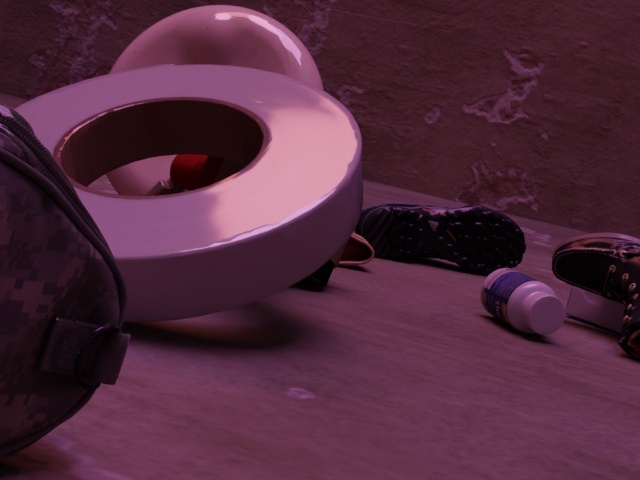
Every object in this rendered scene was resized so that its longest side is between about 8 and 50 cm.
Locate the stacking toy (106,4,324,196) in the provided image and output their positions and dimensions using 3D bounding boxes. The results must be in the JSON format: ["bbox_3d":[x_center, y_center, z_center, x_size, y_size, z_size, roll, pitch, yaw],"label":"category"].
[{"bbox_3d":[-0.129,-0.137,1.680,0.351,0.350,0.480,14,-11,14],"label":"stacking toy"}]

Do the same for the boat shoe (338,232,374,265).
[{"bbox_3d":[0.000,0.000,1.448,0.170,0.063,0.059,10,2,-22],"label":"boat shoe"}]

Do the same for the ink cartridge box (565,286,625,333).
[{"bbox_3d":[0.449,0.093,1.487,0.104,0.061,0.181,19,10,38],"label":"ink cartridge box"}]

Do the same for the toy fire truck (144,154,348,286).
[{"bbox_3d":[-0.112,-0.034,1.259,0.246,0.158,0.217,13,-17,38],"label":"toy fire truck"}]

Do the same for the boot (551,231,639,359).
[{"bbox_3d":[0.396,0.071,1.306,0.236,0.085,0.178,12,32,25],"label":"boot"}]

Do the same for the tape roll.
[{"bbox_3d":[-0.150,-0.065,0.996,0.392,0.072,0.392,-2,34,1],"label":"tape roll"}]

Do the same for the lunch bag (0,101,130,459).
[{"bbox_3d":[-0.280,0.001,0.529,0.305,0.212,0.256,18,-7,30],"label":"lunch bag"}]

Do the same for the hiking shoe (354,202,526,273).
[{"bbox_3d":[0.199,-0.019,1.713,0.304,0.113,0.132,10,9,-19],"label":"hiking shoe"}]

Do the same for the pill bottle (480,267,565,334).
[{"bbox_3d":[0.253,0.078,1.267,0.067,0.067,0.120,10,8,-18],"label":"pill bottle"}]
